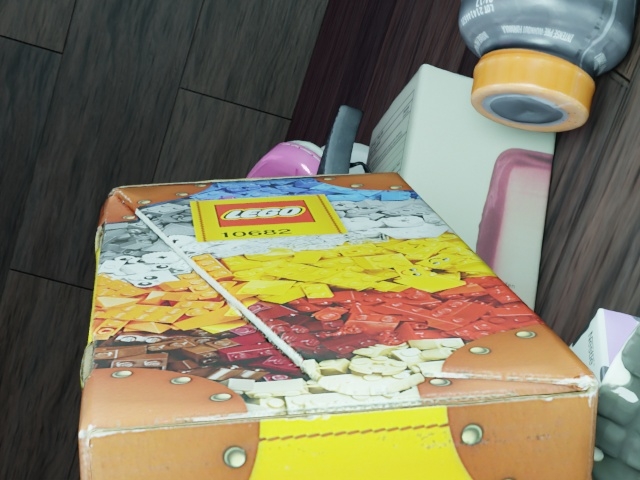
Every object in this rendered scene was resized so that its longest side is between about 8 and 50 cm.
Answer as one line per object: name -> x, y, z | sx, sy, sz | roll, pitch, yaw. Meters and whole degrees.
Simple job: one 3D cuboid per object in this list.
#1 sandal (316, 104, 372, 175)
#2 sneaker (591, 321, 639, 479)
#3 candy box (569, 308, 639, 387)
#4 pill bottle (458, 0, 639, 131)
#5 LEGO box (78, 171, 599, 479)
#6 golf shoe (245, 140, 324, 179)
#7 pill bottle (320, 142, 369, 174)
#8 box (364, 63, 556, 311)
sandal -> 0.019, 0.023, 0.978 | 0.097, 0.054, 0.254 | 128, 146, -80
sneaker -> 0.231, -0.016, 0.475 | 0.182, 0.158, 0.410 | -31, -36, -57
candy box -> 0.149, 0.162, 0.697 | 0.196, 0.070, 0.165 | 115, 165, -48
pill bottle -> 0.176, -0.208, 0.933 | 0.130, 0.130, 0.246 | 142, 142, -74
LEGO box -> -0.011, 0.247, 0.672 | 0.372, 0.193, 0.500 | -118, 26, -73
golf shoe -> 0.000, 0.000, 1.184 | 0.140, 0.115, 0.306 | -53, -25, -31
pill bottle -> 0.015, -0.002, 1.534 | 0.121, 0.121, 0.221 | -87, 16, -51
box -> 0.102, -0.001, 1.040 | 0.148, 0.126, 0.232 | 130, 154, -67
